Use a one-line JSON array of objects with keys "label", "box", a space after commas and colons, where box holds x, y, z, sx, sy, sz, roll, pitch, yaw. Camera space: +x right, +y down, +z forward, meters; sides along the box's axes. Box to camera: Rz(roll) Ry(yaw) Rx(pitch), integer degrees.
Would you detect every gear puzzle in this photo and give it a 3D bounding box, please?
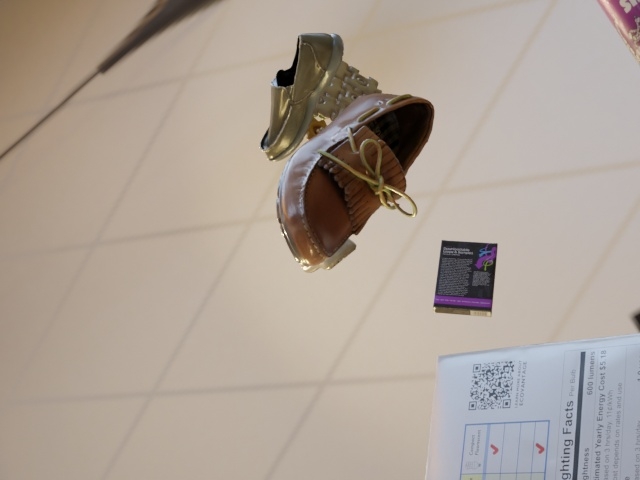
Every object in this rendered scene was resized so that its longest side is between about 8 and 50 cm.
[{"label": "gear puzzle", "box": [0.029, -0.285, 2.655, 0.175, 0.044, 0.339, 29, -143, -9]}]

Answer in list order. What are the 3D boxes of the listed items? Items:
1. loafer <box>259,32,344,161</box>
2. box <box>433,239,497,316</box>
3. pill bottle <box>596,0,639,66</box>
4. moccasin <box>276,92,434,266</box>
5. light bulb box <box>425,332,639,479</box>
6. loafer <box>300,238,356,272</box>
[{"label": "loafer", "box": [-0.050, -0.248, 2.070, 0.087, 0.251, 0.094, 18, -153, -21]}, {"label": "box", "box": [0.292, 0.074, 2.464, 0.029, 0.116, 0.162, 77, -159, -57]}, {"label": "pill bottle", "box": [0.450, -0.298, 1.534, 0.301, 0.169, 0.169, 59, -157, 10]}, {"label": "moccasin", "box": [0.058, -0.091, 1.655, 0.380, 0.147, 0.139, -45, -61, -53]}, {"label": "light bulb box", "box": [0.322, 0.309, 1.405, 0.225, 0.361, 0.358, 29, -119, -42]}, {"label": "loafer", "box": [0.000, 0.000, 2.360, 0.092, 0.102, 0.268, 56, 167, -5]}]
